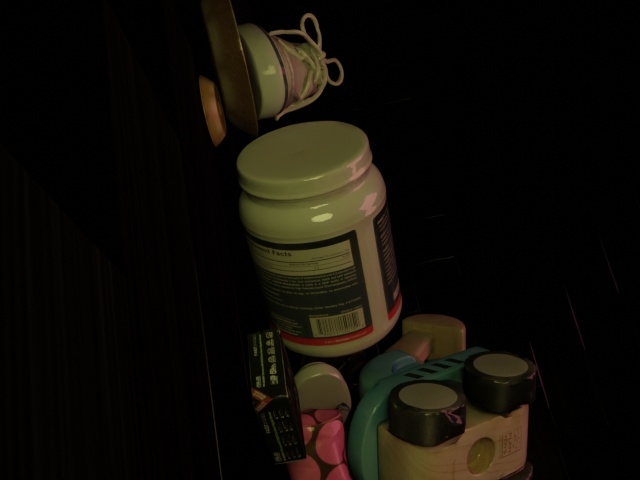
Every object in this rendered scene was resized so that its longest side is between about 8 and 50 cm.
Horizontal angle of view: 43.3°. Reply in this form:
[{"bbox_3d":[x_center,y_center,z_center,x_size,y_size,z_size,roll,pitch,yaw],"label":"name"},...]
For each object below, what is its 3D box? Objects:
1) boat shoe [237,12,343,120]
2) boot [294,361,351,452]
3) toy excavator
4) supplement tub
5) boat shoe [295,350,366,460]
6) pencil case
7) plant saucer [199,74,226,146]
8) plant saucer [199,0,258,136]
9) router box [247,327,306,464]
[{"bbox_3d":[-0.044,-0.249,1.172,0.367,0.157,0.135,-142,-142,-80],"label":"boat shoe"},{"bbox_3d":[-0.014,0.224,1.133,0.258,0.095,0.123,89,-13,-44],"label":"boot"},{"bbox_3d":[0.175,0.249,1.344,0.445,0.433,0.222,21,-62,53],"label":"toy excavator"},{"bbox_3d":[0.000,0.000,1.068,0.191,0.191,0.272,-100,179,-59],"label":"supplement tub"},{"bbox_3d":[0.004,0.241,1.385,0.120,0.123,0.324,34,-37,46],"label":"boat shoe"},{"bbox_3d":[0.006,0.311,0.987,0.098,0.095,0.209,164,-83,-76],"label":"pencil case"},{"bbox_3d":[-0.122,-0.150,0.929,0.083,0.015,0.083,-11,90,-89],"label":"plant saucer"},{"bbox_3d":[-0.116,-0.222,0.994,0.198,0.036,0.198,166,-90,-83],"label":"plant saucer"},{"bbox_3d":[-0.047,0.169,0.873,0.092,0.038,0.122,-100,178,-47],"label":"router box"}]
